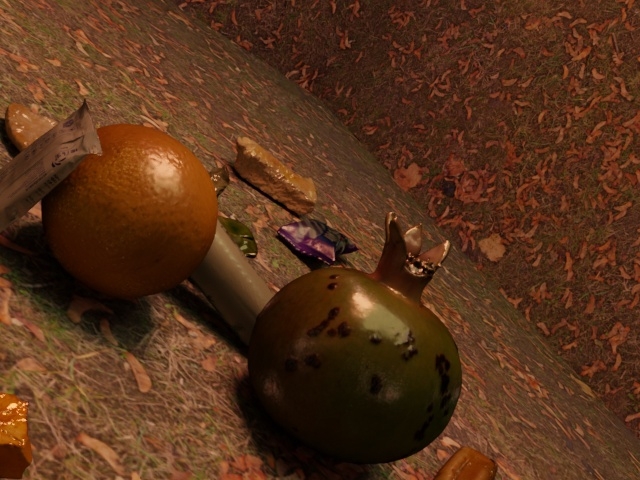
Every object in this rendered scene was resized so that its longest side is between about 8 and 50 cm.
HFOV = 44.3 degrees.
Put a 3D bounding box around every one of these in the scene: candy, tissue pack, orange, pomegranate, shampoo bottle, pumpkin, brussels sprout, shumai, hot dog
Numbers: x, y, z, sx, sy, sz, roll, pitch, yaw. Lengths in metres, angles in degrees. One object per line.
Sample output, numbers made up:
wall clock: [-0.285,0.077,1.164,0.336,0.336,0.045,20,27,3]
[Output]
candy: [0.000,0.000,1.789,0.145,0.070,0.275,34,16,10]
tissue pack: [-0.341,-0.080,0.928,0.026,0.193,0.122,48,8,-38]
orange: [-0.241,-0.038,0.998,0.236,0.236,0.236,37,15,-12]
pomegranate: [0.075,0.146,1.052,0.291,0.323,0.291,46,13,-14]
shampoo bottle: [-0.127,0.070,1.161,0.262,0.085,0.085,53,13,-10]
pumpkin: [-0.281,0.161,0.648,0.083,0.054,0.074,10,24,-22]
brussels sprout: [-0.178,0.004,1.282,0.139,0.100,0.181,11,31,-43]
shumai: [-0.217,-0.120,1.563,0.082,0.080,0.083,31,19,-26]
hot dog: [0.207,0.383,1.193,0.083,0.068,0.289,21,12,22]

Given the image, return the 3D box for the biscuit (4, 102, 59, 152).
biscuit: [-0.387,-0.120,1.225,0.265,0.040,0.188,44,15,7]

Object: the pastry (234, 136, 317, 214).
pastry: [-0.112,-0.154,1.904,0.258,0.089,0.121,30,14,-31]
